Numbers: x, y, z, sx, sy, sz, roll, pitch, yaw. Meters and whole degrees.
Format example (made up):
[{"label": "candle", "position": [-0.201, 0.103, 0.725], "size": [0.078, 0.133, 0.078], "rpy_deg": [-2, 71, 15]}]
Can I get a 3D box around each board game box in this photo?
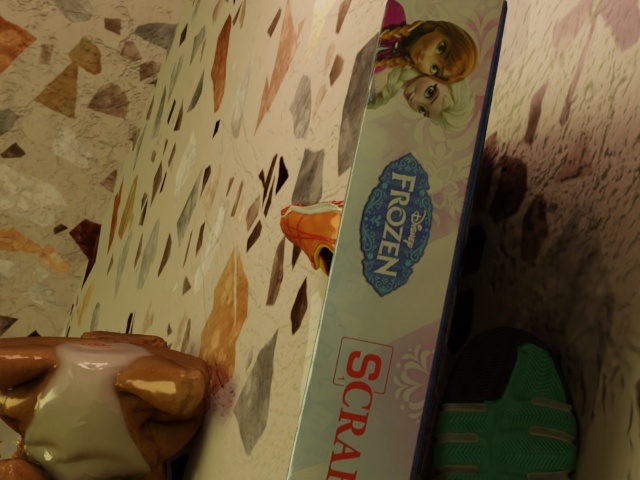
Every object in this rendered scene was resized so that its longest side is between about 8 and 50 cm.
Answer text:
[{"label": "board game box", "position": [0.045, 0.051, 0.785], "size": [0.318, 0.066, 0.318], "rpy_deg": [62, -141, -80]}]

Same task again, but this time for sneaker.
[{"label": "sneaker", "position": [0.000, 0.000, 1.186], "size": [0.175, 0.064, 0.067], "rpy_deg": [177, 97, -76]}, {"label": "sneaker", "position": [0.088, 0.161, 0.727], "size": [0.098, 0.083, 0.223], "rpy_deg": [124, 154, -61]}]

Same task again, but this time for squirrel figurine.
[{"label": "squirrel figurine", "position": [-0.283, 0.308, 1.619], "size": [0.397, 0.281, 0.370], "rpy_deg": [-114, 28, -86]}]
